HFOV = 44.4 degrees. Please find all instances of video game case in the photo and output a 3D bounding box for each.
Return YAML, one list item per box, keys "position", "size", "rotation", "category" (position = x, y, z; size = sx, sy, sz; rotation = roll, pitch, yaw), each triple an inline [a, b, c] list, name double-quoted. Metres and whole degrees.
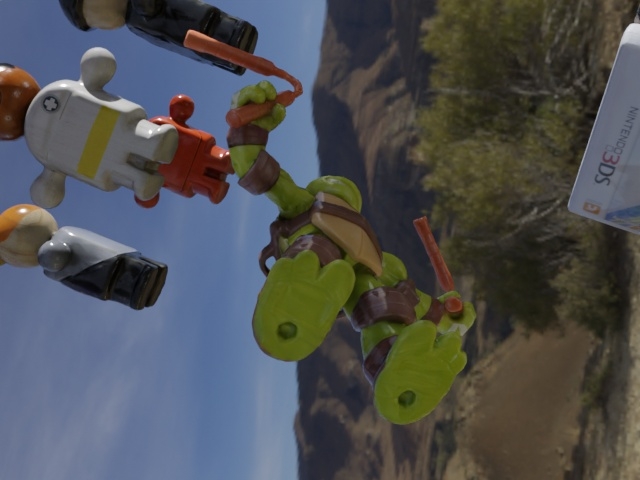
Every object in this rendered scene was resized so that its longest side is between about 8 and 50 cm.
- position: [0.435, -0.061, 0.786]
  size: [0.036, 0.328, 0.300]
  rotation: [-62, -19, -23]
  category: "video game case"

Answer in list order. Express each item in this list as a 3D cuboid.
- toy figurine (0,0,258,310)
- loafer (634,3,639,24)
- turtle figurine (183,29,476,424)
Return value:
- position: [-0.155, -0.077, 0.577]
  size: [0.213, 0.148, 0.210]
  rotation: [107, -172, -51]
  category: "toy figurine"
- position: [0.467, -0.202, 0.925]
  size: [0.084, 0.096, 0.268]
  rotation: [115, 138, -56]
  category: "loafer"
- position: [0.000, 0.000, 0.462]
  size: [0.087, 0.269, 0.217]
  rotation: [-39, 20, 13]
  category: "turtle figurine"
